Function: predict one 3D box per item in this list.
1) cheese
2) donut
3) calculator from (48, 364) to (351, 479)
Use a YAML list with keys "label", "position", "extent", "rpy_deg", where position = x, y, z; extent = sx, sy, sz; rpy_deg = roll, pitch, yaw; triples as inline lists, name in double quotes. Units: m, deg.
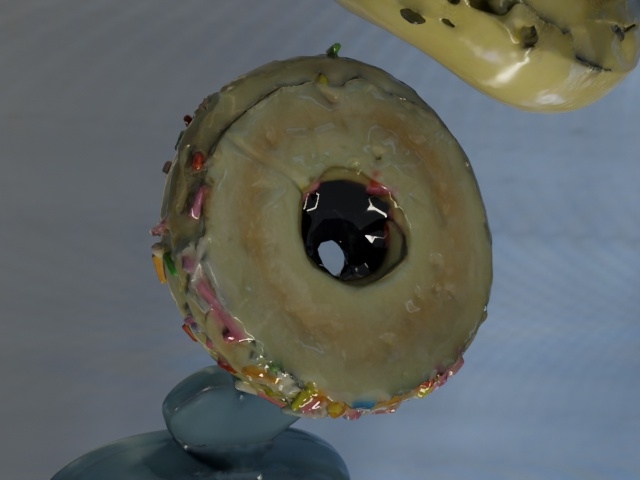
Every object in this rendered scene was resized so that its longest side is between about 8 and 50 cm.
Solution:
- label: "cheese"
  position: [0.105, -0.173, 1.344]
  extent: [0.260, 0.128, 0.316]
  rpy_deg: [19, -167, -2]
- label: "donut"
  position: [0.000, 0.000, 0.904]
  extent: [0.175, 0.174, 0.068]
  rpy_deg: [7, 164, -28]
- label: "calculator"
  position: [-0.080, 0.177, 1.034]
  extent: [0.188, 0.042, 0.302]
  rpy_deg: [0, 131, -31]
